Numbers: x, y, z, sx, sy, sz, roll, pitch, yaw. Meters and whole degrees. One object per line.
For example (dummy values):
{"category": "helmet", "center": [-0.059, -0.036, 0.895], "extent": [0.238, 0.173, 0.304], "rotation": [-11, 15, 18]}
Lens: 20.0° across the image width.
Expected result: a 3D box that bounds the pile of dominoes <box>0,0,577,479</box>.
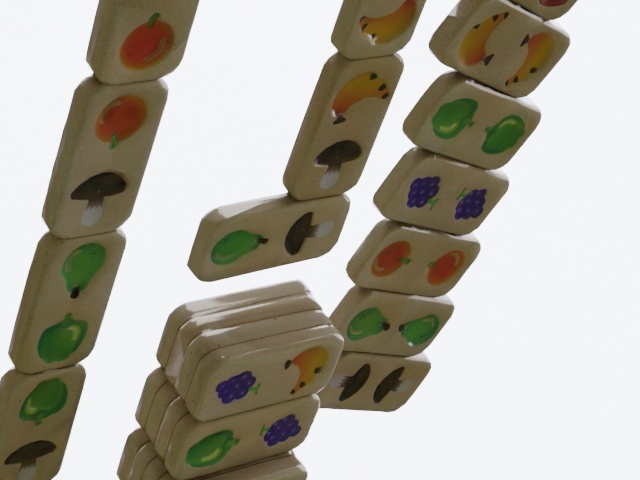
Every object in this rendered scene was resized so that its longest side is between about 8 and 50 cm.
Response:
{"category": "pile of dominoes", "center": [0.000, 0.000, 0.599], "extent": [0.040, 0.196, 0.251], "rotation": [51, -44, 34]}
